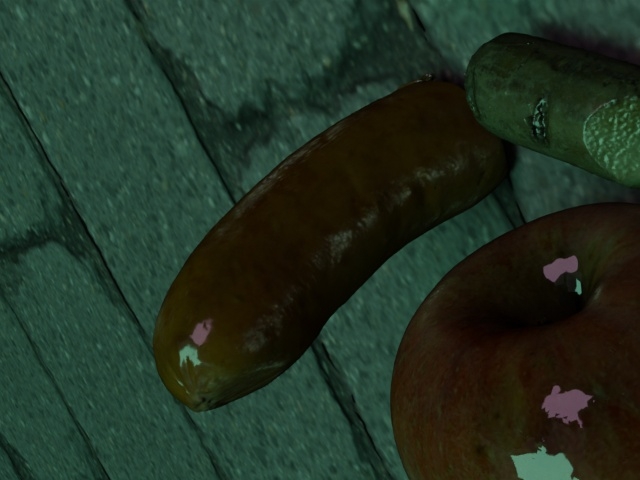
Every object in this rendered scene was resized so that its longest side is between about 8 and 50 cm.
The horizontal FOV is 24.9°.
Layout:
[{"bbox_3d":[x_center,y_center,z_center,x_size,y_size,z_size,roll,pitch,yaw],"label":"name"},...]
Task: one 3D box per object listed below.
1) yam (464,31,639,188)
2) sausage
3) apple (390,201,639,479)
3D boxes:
[{"bbox_3d":[0.152,-0.072,0.820,0.146,0.070,0.069,28,138,43],"label":"yam"},{"bbox_3d":[0.000,-0.001,0.912,0.109,0.270,0.109,39,157,20],"label":"sausage"},{"bbox_3d":[0.166,0.109,0.807,0.253,0.253,0.253,36,143,33],"label":"apple"}]
